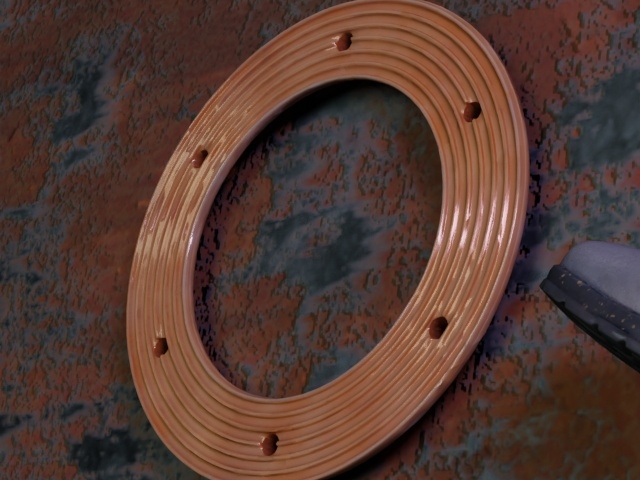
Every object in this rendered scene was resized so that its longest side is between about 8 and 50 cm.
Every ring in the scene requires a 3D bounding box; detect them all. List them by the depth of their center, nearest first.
[{"bbox_3d":[0.000,0.000,1.146,0.336,0.032,0.337,-22,56,37],"label":"ring"}]

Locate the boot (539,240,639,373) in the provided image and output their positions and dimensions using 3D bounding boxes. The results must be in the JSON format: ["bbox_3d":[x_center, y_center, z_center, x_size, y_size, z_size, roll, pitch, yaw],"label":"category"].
[{"bbox_3d":[0.284,0.001,0.825,0.338,0.118,0.223,21,82,37],"label":"boot"}]
